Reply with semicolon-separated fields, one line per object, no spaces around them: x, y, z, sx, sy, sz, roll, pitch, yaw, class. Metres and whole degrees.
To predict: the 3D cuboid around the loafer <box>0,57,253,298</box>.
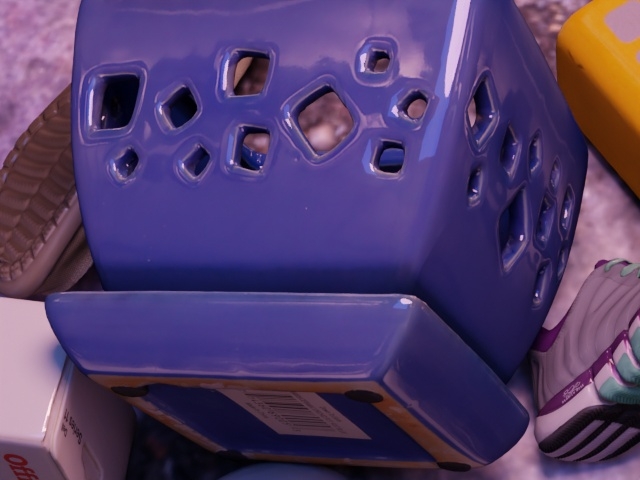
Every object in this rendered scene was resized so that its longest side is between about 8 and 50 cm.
-0.112;-0.070;1.047;0.102;0.092;0.268;26;81;49;loafer

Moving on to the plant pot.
0.000;0.000;0.895;0.236;0.236;0.212;1;68;24;plant pot

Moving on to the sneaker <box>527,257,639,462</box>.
0.187;0.028;0.903;0.223;0.083;0.098;-42;46;33;sneaker

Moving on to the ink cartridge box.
-0.221;0.095;0.936;0.208;0.153;0.087;7;61;10;ink cartridge box

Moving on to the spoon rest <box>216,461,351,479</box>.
-0.003;0.231;0.885;0.137;0.084;0.276;-21;47;-6;spoon rest

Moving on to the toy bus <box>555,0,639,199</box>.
0.283;-0.020;0.958;0.130;0.108;0.333;-30;62;-9;toy bus
